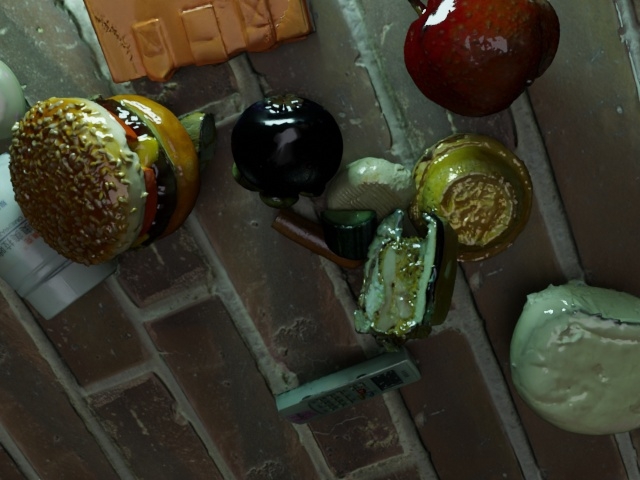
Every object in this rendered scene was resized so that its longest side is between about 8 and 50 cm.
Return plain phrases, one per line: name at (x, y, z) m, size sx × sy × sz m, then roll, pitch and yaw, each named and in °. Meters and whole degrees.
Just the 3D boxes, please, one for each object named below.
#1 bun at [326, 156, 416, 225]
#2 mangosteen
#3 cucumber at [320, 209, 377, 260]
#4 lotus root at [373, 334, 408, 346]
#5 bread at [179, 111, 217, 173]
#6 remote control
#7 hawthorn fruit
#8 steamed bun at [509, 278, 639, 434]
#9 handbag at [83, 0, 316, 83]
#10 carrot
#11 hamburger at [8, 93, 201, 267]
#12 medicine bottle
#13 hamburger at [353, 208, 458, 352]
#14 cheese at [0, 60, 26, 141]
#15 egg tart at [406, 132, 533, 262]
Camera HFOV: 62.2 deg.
bun at (0.105, -0.104, 1.113) m, size 0.164 × 0.111 × 0.188 m, roll 37°, pitch 130°, yaw -26°
mangosteen at (-0.068, -0.175, 1.059) m, size 0.243 × 0.243 × 0.242 m, roll 1°, pitch 108°, yaw 2°
cucumber at (0.060, -0.012, 1.098) m, size 0.117 × 0.062 × 0.115 m, roll 0°, pitch 141°, yaw 8°
lotus root at (0.199, 0.166, 1.219) m, size 0.191 × 0.094 × 0.108 m, roll -40°, pitch 124°, yaw 5°
bread at (-0.276, -0.195, 1.120) m, size 0.095 × 0.083 × 0.157 m, roll 8°, pitch 111°, yaw 8°
remote control at (0.066, 0.352, 1.270) m, size 0.344 × 0.050 × 0.145 m, roll -25°, pitch 142°, yaw 10°
hawthorn fruit at (0.265, -0.375, 0.964) m, size 0.300 × 0.254 × 0.254 m, roll 43°, pitch 105°, yaw 1°
steamed bun at (0.575, 0.248, 1.156) m, size 0.334 × 0.233 × 0.311 m, roll 17°, pitch 110°, yaw 6°
handbag at (-0.236, -0.484, 1.012) m, size 0.411 × 0.116 × 0.303 m, roll -12°, pitch 110°, yaw 7°
carrot at (0.000, 0.000, 1.182) m, size 0.225 × 0.067 × 0.067 m, roll 27°, pitch 107°, yaw -4°
hamburger at (-0.424, -0.120, 1.030) m, size 0.330 × 0.250 × 0.329 m, roll 7°, pitch 109°, yaw 21°
medicine bottle at (-0.622, -0.001, 1.141) m, size 0.190 × 0.190 × 0.332 m, roll -38°, pitch 103°, yaw 13°
hamburger at (0.182, 0.088, 1.084) m, size 0.168 × 0.192 × 0.287 m, roll 9°, pitch 82°, yaw 26°
cheese at (-0.708, -0.345, 1.092) m, size 0.163 × 0.082 × 0.286 m, roll -5°, pitch 105°, yaw 3°
egg tart at (0.319, -0.084, 1.121) m, size 0.289 × 0.118 × 0.288 m, roll 1°, pitch 105°, yaw 5°
